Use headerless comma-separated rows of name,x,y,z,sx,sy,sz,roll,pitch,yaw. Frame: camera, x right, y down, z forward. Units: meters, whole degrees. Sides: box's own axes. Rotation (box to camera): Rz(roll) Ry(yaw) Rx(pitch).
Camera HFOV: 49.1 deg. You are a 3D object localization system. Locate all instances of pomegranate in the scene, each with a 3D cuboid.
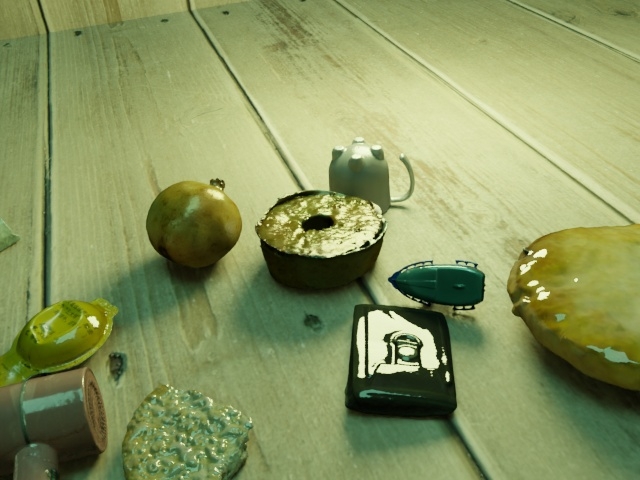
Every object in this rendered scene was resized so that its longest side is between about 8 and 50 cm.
pomegranate,-0.244,-0.041,1.380,0.196,0.196,0.196,-3,34,2

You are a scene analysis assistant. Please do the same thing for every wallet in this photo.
wallet,0.127,0.180,1.126,0.169,0.052,0.245,2,32,4

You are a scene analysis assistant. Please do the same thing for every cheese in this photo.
cheese,-0.465,0.180,1.177,0.177,0.069,0.270,24,46,36

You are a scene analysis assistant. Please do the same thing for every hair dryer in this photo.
hair dryer,-0.397,0.335,0.912,0.210,0.125,0.352,-12,41,-8

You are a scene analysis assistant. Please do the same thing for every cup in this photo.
cup,0.099,-0.132,1.501,0.174,0.142,0.134,20,41,31

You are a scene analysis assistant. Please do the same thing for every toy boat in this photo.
toy boat,0.208,0.077,1.251,0.175,0.091,0.110,4,1,18

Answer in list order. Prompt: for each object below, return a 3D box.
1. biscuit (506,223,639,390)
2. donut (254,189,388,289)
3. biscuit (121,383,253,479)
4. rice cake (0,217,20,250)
biscuit,0.534,0.103,1.135,0.446,0.104,0.429,-3,33,-2
donut,0.000,0.000,1.361,0.272,0.107,0.272,0,32,0
biscuit,-0.186,0.296,0.997,0.188,0.040,0.265,-15,37,-14
rice cake,-0.731,0.019,1.448,0.063,0.069,0.206,16,41,28
